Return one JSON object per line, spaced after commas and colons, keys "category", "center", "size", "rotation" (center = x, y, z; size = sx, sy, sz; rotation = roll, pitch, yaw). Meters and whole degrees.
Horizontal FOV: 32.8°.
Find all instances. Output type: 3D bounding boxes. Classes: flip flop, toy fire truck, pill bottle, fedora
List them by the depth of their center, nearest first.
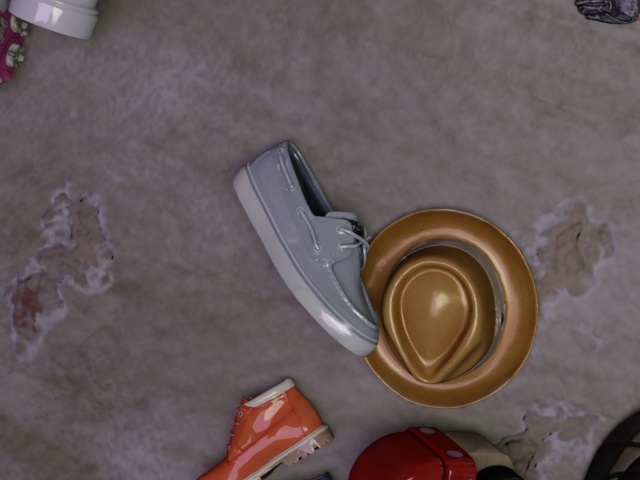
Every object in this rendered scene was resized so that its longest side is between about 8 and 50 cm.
{"category": "flip flop", "center": [0.283, 0.276, 0.983], "size": [0.080, 0.112, 0.277], "rotation": [15, 99, -13]}
{"category": "toy fire truck", "center": [0.040, 0.279, 0.993], "size": [0.246, 0.158, 0.217], "rotation": [4, 100, -21]}
{"category": "fedora", "center": [0.109, 0.069, 1.012], "size": [0.194, 0.079, 0.194], "rotation": [2, 98, 16]}
{"category": "pill bottle", "center": [-0.233, -0.296, 1.046], "size": [0.112, 0.112, 0.186], "rotation": [23, 102, 12]}

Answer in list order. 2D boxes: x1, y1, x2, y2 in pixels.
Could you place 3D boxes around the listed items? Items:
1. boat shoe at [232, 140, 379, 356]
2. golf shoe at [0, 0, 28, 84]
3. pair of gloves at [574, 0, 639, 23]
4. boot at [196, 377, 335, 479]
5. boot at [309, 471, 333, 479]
{"category": "boat shoe", "center": [0.000, 0.000, 1.011], "size": [0.081, 0.079, 0.227], "rotation": [-40, 65, 16]}
{"category": "golf shoe", "center": [-0.357, -0.309, 1.083], "size": [0.140, 0.115, 0.306], "rotation": [16, 100, 17]}
{"category": "pair of gloves", "center": [0.265, -0.234, 0.965], "size": [0.074, 0.010, 0.083], "rotation": [6, 101, 14]}
{"category": "boot", "center": [-0.072, 0.203, 1.096], "size": [0.158, 0.059, 0.084], "rotation": [-33, 84, 9]}
{"category": "boot", "center": [-0.060, 0.301, 1.102], "size": [0.190, 0.069, 0.086], "rotation": [-21, 84, 9]}
